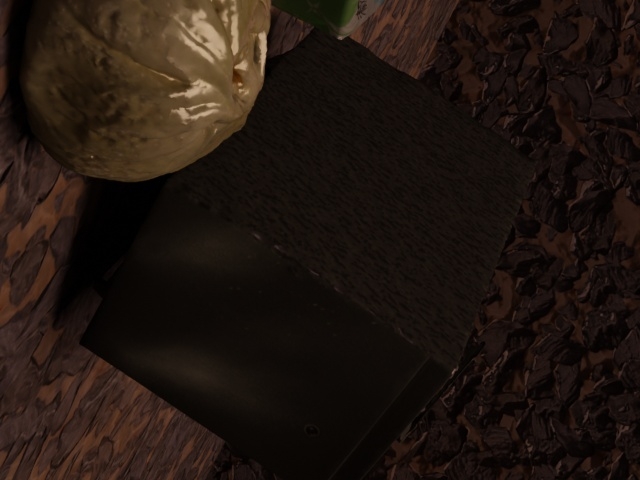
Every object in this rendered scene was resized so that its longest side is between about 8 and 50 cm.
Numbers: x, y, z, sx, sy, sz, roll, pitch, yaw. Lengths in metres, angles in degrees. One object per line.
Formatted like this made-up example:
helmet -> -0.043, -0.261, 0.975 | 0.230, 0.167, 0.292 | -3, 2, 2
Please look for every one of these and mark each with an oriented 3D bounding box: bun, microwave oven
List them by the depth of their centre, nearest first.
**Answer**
bun -> -0.117, -0.138, 0.883 | 0.243, 0.153, 0.244 | -55, 169, -16
microwave oven -> 0.000, 0.000, 1.262 | 0.236, 0.374, 0.432 | -57, 180, 35

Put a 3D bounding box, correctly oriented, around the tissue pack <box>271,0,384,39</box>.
tissue pack -> -0.014, -0.290, 0.979 | 0.145, 0.159, 0.229 | -54, 168, -41
